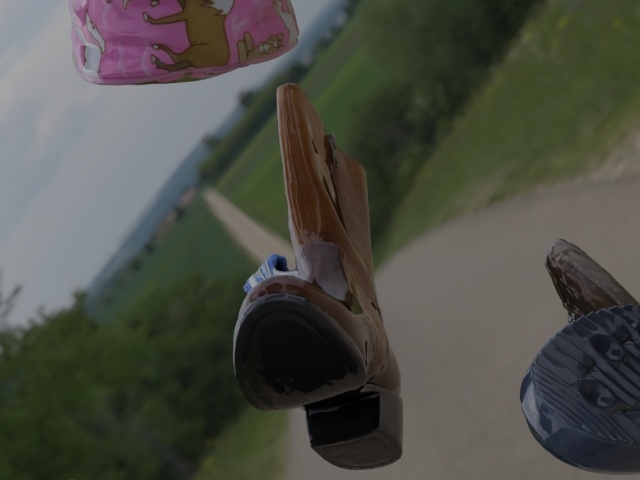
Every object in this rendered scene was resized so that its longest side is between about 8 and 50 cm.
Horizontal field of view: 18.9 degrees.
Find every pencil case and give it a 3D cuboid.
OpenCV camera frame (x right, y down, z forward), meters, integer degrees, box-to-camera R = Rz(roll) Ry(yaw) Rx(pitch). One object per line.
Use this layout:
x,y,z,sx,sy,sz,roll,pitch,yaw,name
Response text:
-0.114,-0.286,1.228,0.160,0.386,0.167,-4,14,20,pencil case

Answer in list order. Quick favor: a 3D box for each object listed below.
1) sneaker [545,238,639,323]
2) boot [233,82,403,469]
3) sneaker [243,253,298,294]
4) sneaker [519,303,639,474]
0.210,0.085,1.345,0.071,0.188,0.066,-43,5,2,sneaker
0.000,0.000,1.455,0.096,0.264,0.280,-16,59,20,boot
-0.016,0.053,1.856,0.052,0.135,0.058,27,-85,-54,sneaker
0.211,0.108,1.178,0.319,0.112,0.131,-9,-40,-49,sneaker
